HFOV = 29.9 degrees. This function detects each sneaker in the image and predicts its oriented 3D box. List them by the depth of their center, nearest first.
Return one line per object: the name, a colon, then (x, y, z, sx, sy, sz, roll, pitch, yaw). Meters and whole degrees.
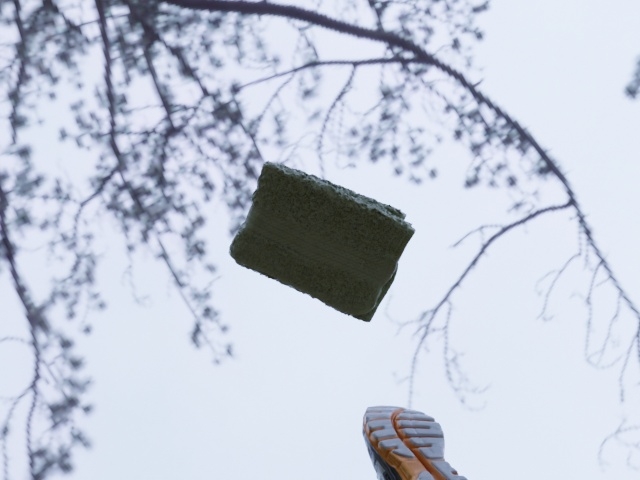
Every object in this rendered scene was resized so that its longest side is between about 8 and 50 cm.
sneaker: (0.089, 0.239, 1.186, 0.215, 0.084, 0.083, -119, -143, -57)

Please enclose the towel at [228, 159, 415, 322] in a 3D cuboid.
towel: (0.000, 0.000, 1.060, 0.148, 0.027, 0.110, 25, -73, 6)
